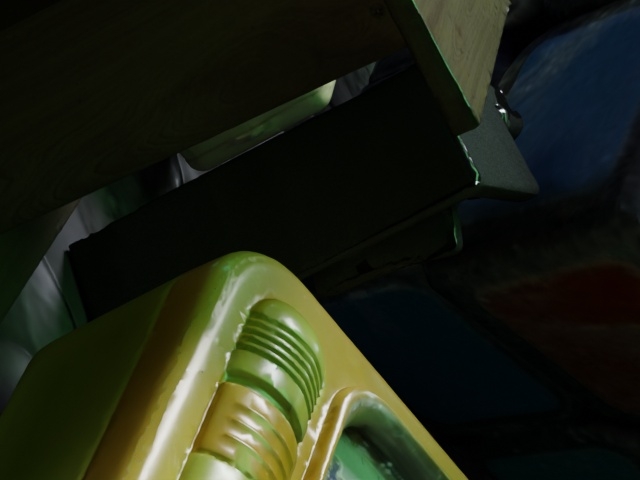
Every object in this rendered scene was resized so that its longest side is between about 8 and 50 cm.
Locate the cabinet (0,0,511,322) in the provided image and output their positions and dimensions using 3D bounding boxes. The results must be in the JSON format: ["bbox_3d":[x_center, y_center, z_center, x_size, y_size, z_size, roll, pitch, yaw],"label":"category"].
[{"bbox_3d":[-0.069,-0.116,0.584,0.215,0.174,0.148,59,21,-17],"label":"cabinet"}]

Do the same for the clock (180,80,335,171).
[{"bbox_3d":[-0.056,-0.213,0.830,0.276,0.120,0.379,55,28,-20],"label":"clock"}]

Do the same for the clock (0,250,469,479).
[{"bbox_3d":[-0.006,0.118,0.554,0.202,0.096,0.143,51,32,-23],"label":"clock"}]

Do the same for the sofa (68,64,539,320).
[{"bbox_3d":[0.000,0.000,0.671,0.085,0.147,0.060,5,60,-67],"label":"sofa"}]

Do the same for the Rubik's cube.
[{"bbox_3d":[0.246,-0.038,0.800,0.363,0.359,0.362,34,65,-22],"label":"Rubik's cube"}]
